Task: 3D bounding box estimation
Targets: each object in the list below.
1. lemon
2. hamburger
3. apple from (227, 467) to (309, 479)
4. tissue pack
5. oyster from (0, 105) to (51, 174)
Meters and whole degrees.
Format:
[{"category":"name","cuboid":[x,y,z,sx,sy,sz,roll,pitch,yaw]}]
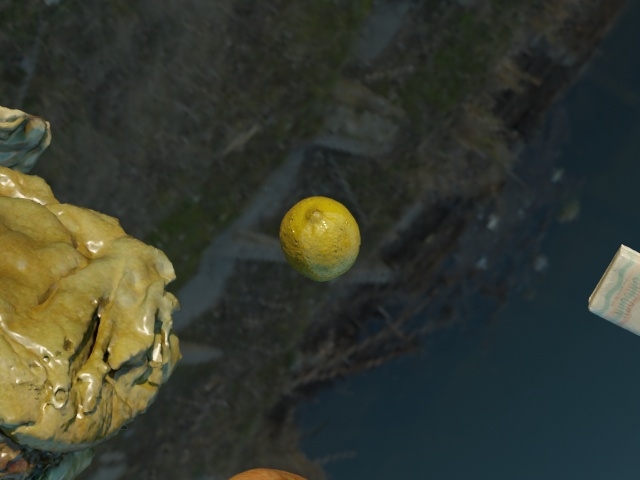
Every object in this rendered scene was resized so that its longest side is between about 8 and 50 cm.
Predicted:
[{"category":"lemon","cuboid":[0.000,0.000,1.118,0.062,0.062,0.083,-34,150,-13]},{"category":"hamburger","cuboid":[-0.177,0.045,0.662,0.130,0.206,0.183,-64,172,24]},{"category":"apple","cuboid":[-0.024,0.148,0.664,0.084,0.084,0.071,2,141,-44]},{"category":"tissue pack","cuboid":[0.257,0.051,1.080,0.023,0.108,0.056,-59,174,-63]},{"category":"oyster","cuboid":[-0.326,-0.093,1.112,0.166,0.341,0.110,17,86,-61]}]
